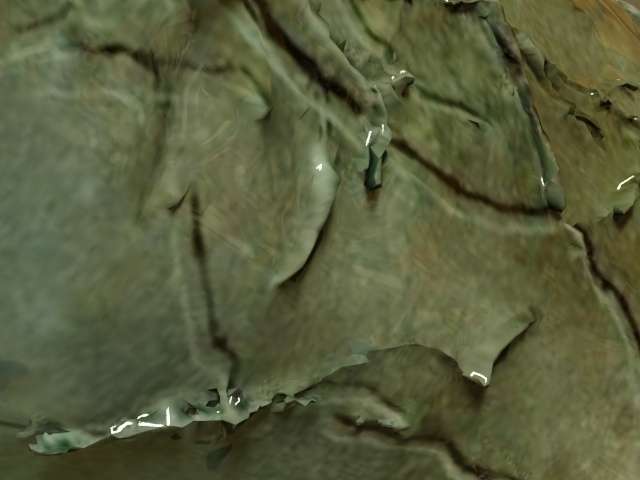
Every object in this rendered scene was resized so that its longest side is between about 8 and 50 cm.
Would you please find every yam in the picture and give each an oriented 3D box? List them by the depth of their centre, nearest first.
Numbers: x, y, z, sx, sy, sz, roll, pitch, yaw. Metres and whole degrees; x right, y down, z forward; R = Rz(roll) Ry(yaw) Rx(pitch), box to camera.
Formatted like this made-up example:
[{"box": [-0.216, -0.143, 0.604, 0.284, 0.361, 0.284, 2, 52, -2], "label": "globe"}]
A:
[{"box": [0.000, 0.000, 0.498, 0.348, 0.241, 0.241, 31, 0, -38], "label": "yam"}]
